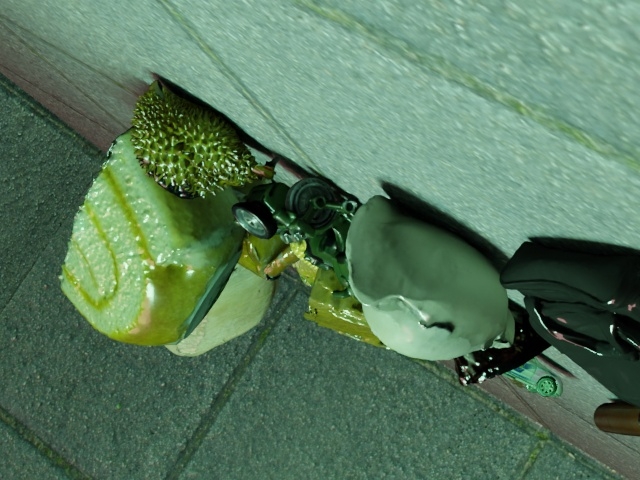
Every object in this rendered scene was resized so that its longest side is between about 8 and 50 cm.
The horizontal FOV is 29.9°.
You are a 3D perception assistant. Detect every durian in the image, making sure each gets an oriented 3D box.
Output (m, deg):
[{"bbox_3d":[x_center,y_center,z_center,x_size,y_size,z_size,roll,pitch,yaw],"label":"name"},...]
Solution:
[{"bbox_3d":[-0.187,-0.127,1.827,0.237,0.138,0.193,30,175,18],"label":"durian"}]

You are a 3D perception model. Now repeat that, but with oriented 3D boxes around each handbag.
[{"bbox_3d":[0.309,0.094,1.164,0.244,0.088,0.275,39,175,-14],"label":"handbag"}]

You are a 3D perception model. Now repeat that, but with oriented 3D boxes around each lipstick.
[{"bbox_3d":[0.495,0.284,1.910,0.057,0.057,0.357,33,175,5],"label":"lipstick"}]

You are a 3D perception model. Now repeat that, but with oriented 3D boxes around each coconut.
[{"bbox_3d":[-0.250,0.029,2.606,0.404,0.404,0.404,33,175,3],"label":"coconut"}]

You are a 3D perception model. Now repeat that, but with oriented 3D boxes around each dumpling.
[{"bbox_3d":[0.131,0.048,1.512,0.243,0.175,0.227,63,-177,-52],"label":"dumpling"}]

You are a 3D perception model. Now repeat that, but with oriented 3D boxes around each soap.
[{"bbox_3d":[-0.193,-0.078,2.248,0.281,0.143,0.259,32,158,30],"label":"soap"}]

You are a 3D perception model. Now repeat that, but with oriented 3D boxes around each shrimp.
[{"bbox_3d":[-0.021,0.038,2.234,0.049,0.166,0.161,60,-172,25],"label":"shrimp"}]

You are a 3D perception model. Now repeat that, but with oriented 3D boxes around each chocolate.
[{"bbox_3d":[0.239,0.123,1.748,0.133,0.156,0.156,61,173,-2],"label":"chocolate"}]

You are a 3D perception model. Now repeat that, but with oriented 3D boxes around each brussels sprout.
[{"bbox_3d":[0.007,0.035,2.371,0.139,0.100,0.181,31,148,44],"label":"brussels sprout"}]

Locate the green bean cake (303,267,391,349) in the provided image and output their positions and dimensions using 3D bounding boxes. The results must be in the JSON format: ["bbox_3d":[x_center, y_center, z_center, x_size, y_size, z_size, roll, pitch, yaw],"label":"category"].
[{"bbox_3d":[0.093,0.095,1.983,0.224,0.131,0.230,16,168,3],"label":"green bean cake"}]

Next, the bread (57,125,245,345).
[{"bbox_3d":[-0.262,-0.002,2.053,0.264,0.239,0.395,42,134,13],"label":"bread"}]

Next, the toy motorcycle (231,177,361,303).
[{"bbox_3d":[0.000,0.000,1.799,0.275,0.127,0.205,37,163,-21],"label":"toy motorcycle"}]

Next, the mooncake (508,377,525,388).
[{"bbox_3d":[0.370,0.239,2.339,0.150,0.057,0.347,12,169,39],"label":"mooncake"}]

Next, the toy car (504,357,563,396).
[{"bbox_3d":[0.326,0.204,2.096,0.224,0.076,0.090,26,174,-4],"label":"toy car"}]

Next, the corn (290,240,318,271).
[{"bbox_3d":[0.051,0.039,2.149,0.244,0.093,0.093,35,175,-30],"label":"corn"}]
